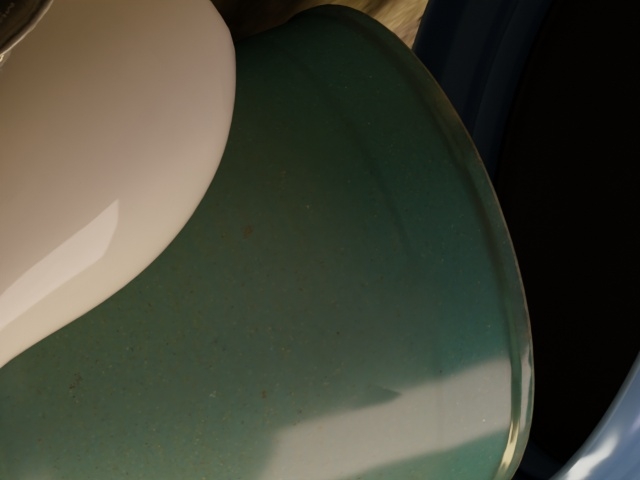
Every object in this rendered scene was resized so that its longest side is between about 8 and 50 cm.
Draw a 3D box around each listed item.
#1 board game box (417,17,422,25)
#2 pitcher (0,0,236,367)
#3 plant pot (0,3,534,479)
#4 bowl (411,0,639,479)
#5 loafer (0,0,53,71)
[{"bbox_3d":[0.151,-0.143,1.334,0.154,0.103,0.026,-29,167,-45],"label":"board game box"},{"bbox_3d":[-0.143,-0.024,0.713,0.207,0.177,0.125,-55,151,-23],"label":"pitcher"},{"bbox_3d":[-0.075,0.044,0.942,0.255,0.272,0.272,-18,164,-22],"label":"plant pot"},{"bbox_3d":[0.140,-0.042,1.027,0.077,0.391,0.391,11,148,-20],"label":"bowl"},{"bbox_3d":[-0.122,-0.083,0.499,0.112,0.111,0.319,-37,171,-8],"label":"loafer"}]
